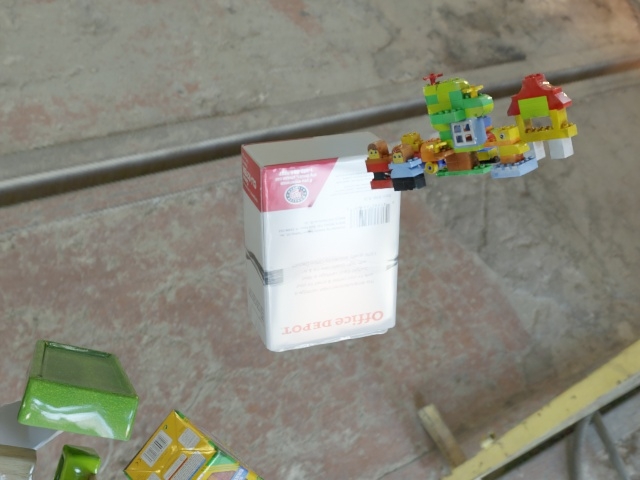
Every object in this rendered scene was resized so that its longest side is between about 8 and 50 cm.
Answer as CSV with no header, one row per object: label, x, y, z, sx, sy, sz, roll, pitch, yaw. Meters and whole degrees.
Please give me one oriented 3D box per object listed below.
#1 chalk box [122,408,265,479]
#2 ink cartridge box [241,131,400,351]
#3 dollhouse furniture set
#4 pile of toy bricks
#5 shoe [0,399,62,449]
chalk box,-0.189,0.396,1.300,0.132,0.213,0.132,29,75,42
ink cartridge box,0.000,0.000,1.116,0.197,0.272,0.114,-8,24,-18
dollhouse furniture set,-0.347,0.187,0.729,0.302,0.151,0.197,15,93,-21
pile of toy bricks,0.131,-0.117,0.791,0.118,0.212,0.105,-24,105,-39
shoe,-0.309,0.199,0.921,0.178,0.081,0.063,-30,81,-9
